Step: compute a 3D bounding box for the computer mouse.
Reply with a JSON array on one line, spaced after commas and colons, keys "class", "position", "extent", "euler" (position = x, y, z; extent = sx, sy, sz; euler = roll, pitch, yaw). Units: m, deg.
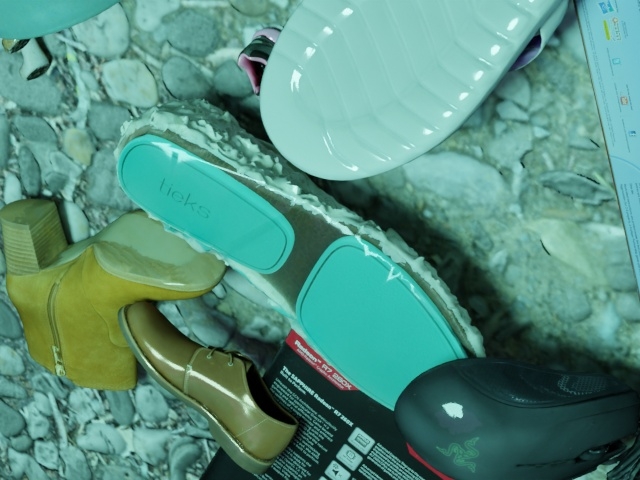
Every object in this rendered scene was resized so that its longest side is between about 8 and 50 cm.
[{"class": "computer mouse", "position": [0.198, 0.161, 1.205], "extent": [0.272, 0.072, 0.188], "euler": [4, 132, -15]}]

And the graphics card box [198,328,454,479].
[{"class": "graphics card box", "position": [0.013, 0.246, 1.452], "extent": [0.233, 0.094, 0.371], "euler": [37, 129, 9]}]

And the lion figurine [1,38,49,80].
[{"class": "lion figurine", "position": [-0.419, -0.215, 1.445], "extent": [0.392, 0.142, 0.240], "euler": [-39, 85, 27]}]

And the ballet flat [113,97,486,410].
[{"class": "ballet flat", "position": [0.000, 0.000, 1.293], "extent": [0.409, 0.147, 0.147], "euler": [39, 130, 3]}]

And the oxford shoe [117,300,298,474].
[{"class": "oxford shoe", "position": [-0.105, 0.125, 1.373], "extent": [0.212, 0.076, 0.076], "euler": [43, 112, 3]}]

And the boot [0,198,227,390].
[{"class": "boot", "position": [-0.208, 0.074, 1.498], "extent": [0.295, 0.104, 0.211], "euler": [13, 129, 29]}]

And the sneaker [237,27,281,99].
[{"class": "sneaker", "position": [-0.037, -0.131, 1.286], "extent": [0.047, 0.057, 0.119], "euler": [-24, 104, 37]}]

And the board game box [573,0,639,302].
[{"class": "board game box", "position": [0.300, -0.075, 1.128], "extent": [0.145, 0.027, 0.281], "euler": [-2, 116, 34]}]

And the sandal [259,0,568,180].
[{"class": "sandal", "position": [0.120, -0.193, 1.118], "extent": [0.416, 0.102, 0.169], "euler": [-42, 71, 29]}]

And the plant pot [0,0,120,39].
[{"class": "plant pot", "position": [-0.262, -0.321, 1.197], "extent": [0.272, 0.271, 0.255], "euler": [0, 131, 32]}]
